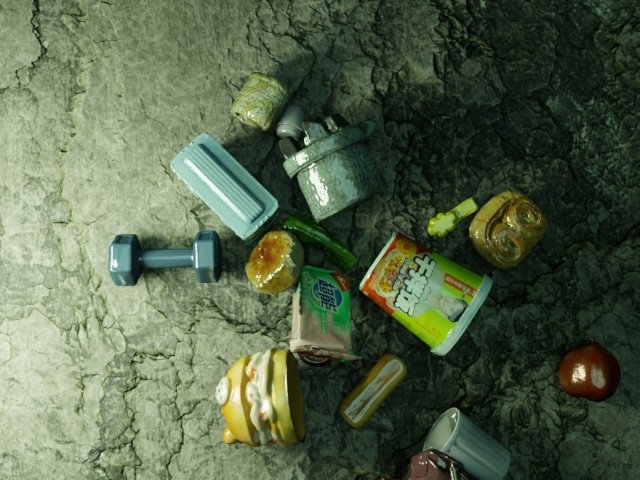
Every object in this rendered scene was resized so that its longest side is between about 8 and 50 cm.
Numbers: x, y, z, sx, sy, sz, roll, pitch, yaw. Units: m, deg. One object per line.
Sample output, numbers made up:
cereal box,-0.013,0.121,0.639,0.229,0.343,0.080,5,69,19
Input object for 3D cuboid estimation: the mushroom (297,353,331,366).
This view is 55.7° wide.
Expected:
mushroom,-0.011,0.315,1.790,0.127,0.087,0.127,0,78,-2

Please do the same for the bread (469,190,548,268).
bread,0.570,-0.035,1.863,0.198,0.120,0.236,43,81,1

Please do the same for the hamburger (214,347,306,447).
hamburger,-0.170,0.439,1.684,0.237,0.276,0.276,-9,83,7

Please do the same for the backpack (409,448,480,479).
backpack,0.366,0.729,1.572,0.317,0.197,0.283,30,54,-10

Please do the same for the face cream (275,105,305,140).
face cream,-0.091,-0.361,1.878,0.091,0.091,0.095,13,73,-2

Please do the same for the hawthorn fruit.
hawthorn fruit,0.800,0.382,1.804,0.169,0.169,0.188,3,83,-4

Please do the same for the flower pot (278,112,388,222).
flower pot,0.051,-0.234,1.776,0.299,0.299,0.282,-27,89,-7

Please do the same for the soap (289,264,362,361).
soap,0.006,0.213,1.740,0.218,0.098,0.273,15,47,-15

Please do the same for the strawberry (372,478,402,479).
strawberry,0.113,0.819,1.667,0.292,0.292,0.343,25,57,0

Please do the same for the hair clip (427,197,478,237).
hair clip,0.412,-0.068,1.894,0.173,0.046,0.072,-31,81,-6

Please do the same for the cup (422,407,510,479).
cup,0.411,0.624,1.761,0.202,0.221,0.167,36,41,-2

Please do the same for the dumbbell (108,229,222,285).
dumbbell,-0.449,0.052,1.768,0.317,0.156,0.143,-2,53,-4

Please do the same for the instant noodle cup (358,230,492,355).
instant noodle cup,0.291,0.140,1.762,0.308,0.294,0.293,34,81,9

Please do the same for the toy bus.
toy bus,-0.276,-0.146,1.784,0.312,0.190,0.152,45,81,3

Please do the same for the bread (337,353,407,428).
bread,0.158,0.443,1.790,0.093,0.074,0.239,42,80,18

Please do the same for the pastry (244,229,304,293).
pastry,-0.127,0.066,1.771,0.093,0.182,0.192,29,111,-39

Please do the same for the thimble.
thimble,-0.188,-0.423,1.845,0.137,0.190,0.143,32,87,-38

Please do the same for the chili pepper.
chili pepper,0.000,0.000,1.829,0.253,0.099,0.083,35,72,1
